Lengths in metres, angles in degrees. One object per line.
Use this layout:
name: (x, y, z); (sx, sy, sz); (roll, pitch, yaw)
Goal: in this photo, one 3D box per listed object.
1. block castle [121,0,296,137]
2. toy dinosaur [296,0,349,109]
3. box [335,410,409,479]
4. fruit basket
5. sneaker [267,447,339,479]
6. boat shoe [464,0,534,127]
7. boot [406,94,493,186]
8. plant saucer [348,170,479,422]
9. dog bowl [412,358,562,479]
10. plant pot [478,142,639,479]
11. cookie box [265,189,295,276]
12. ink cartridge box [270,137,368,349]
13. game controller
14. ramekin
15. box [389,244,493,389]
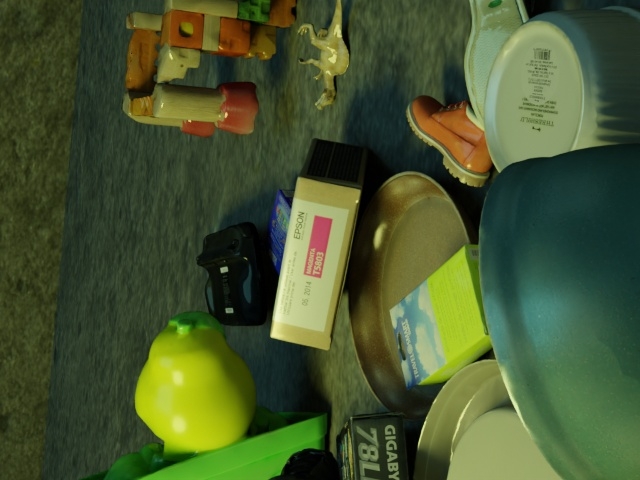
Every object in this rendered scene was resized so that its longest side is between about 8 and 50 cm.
block castle: (-0.180, -0.400, 1.955); (0.303, 0.213, 0.453); (-171, 84, -68)
toy dinosaur: (0.013, -0.286, 1.746); (0.093, 0.053, 0.183); (39, 133, 40)
box: (0.070, 0.369, 1.456); (0.293, 0.073, 0.295); (102, 163, -75)
fruit basket: (-0.186, 0.289, 1.762); (0.283, 0.392, 0.392); (161, 107, -63)
sneaker: (-0.024, 0.338, 1.612); (0.286, 0.109, 0.130); (62, -152, -67)
boat shoe: (0.206, -0.230, 1.315); (0.084, 0.079, 0.233); (-6, 84, 31)
boot: (0.162, -0.141, 1.418); (0.158, 0.059, 0.084); (51, 132, 41)
plant saucer: (0.125, 0.069, 1.491); (0.311, 0.050, 0.310); (180, 90, -65)
dog bowl: (0.223, 0.295, 1.225); (0.349, 0.102, 0.348); (180, 90, -65)
plant pot: (0.285, 0.046, 0.948); (0.196, 0.293, 0.293); (-20, 69, 35)
cookie box: (-0.047, -0.011, 1.854); (0.092, 0.040, 0.107); (-122, 41, -50)
ink cartridge box: (0.000, 0.000, 1.620); (0.193, 0.088, 0.234); (-74, -5, -70)
game controller: (-0.144, 0.061, 2.002); (0.319, 0.067, 0.166); (168, 87, -73)
ramekin: (0.249, -0.129, 1.174); (0.207, 0.109, 0.207); (-179, 90, -65)
box: (0.144, 0.090, 1.351); (0.178, 0.042, 0.109); (-47, 48, 54)
